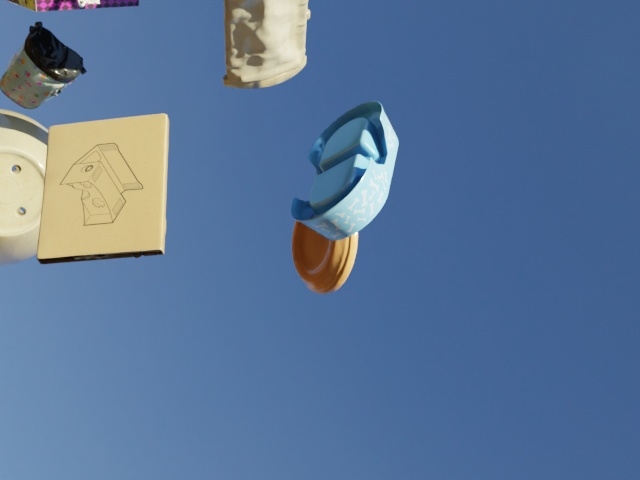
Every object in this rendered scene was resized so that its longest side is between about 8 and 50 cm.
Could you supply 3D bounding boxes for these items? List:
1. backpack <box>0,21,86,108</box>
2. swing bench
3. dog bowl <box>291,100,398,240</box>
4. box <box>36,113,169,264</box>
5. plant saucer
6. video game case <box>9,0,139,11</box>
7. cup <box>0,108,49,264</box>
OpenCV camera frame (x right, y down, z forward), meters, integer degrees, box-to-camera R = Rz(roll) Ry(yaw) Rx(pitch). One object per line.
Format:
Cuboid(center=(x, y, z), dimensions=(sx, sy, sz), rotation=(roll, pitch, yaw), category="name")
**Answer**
Cuboid(center=(-0.632, -0.378, 1.973), dimensions=(0.152, 0.115, 0.182), rotation=(45, -45, -19), category="backpack")
Cuboid(center=(-0.092, -0.443, 1.565), dimensions=(0.253, 0.165, 0.255), rotation=(97, -9, -54), category="swing bench")
Cuboid(center=(0.050, -0.117, 1.505), dimensions=(0.166, 0.297, 0.074), rotation=(-26, -58, 32), category="dog bowl")
Cuboid(center=(-0.281, -0.068, 1.151), dimensions=(0.164, 0.021, 0.201), rotation=(-5, -115, 4), category="box")
Cuboid(center=(0.000, 0.000, 1.651), dimensions=(0.200, 0.037, 0.200), rotation=(-14, -107, 56), category="plant saucer")
Cuboid(center=(-0.523, -0.507, 1.800), dimensions=(0.210, 0.232, 0.042), rotation=(27, -58, 39), category="video game case")
Cuboid(center=(-0.631, -0.100, 1.747), dimensions=(0.237, 0.331, 0.331), rotation=(11, -65, 63), category="cup")
